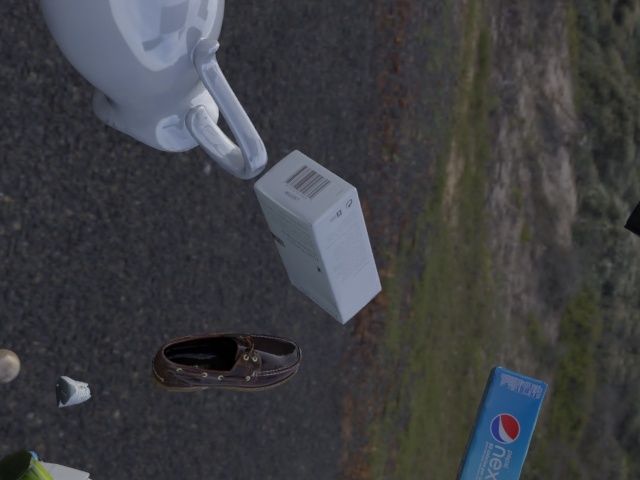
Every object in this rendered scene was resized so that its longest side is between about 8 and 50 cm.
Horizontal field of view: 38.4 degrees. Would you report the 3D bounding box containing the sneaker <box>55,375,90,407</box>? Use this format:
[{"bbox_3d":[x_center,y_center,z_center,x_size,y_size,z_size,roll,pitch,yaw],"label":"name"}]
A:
[{"bbox_3d":[-0.465,0.283,1.735,0.152,0.061,0.054,147,-64,-67],"label":"sneaker"}]

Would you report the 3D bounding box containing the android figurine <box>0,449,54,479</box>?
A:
[{"bbox_3d":[-0.246,0.341,0.987,0.056,0.248,0.273,-42,134,-26],"label":"android figurine"}]

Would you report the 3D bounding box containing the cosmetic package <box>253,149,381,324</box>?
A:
[{"bbox_3d":[0.000,0.000,1.221,0.085,0.117,0.231,-41,144,-19],"label":"cosmetic package"}]

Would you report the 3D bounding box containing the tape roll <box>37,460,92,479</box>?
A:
[{"bbox_3d":[-0.441,0.522,1.390,0.072,0.391,0.392,-72,164,-74],"label":"tape roll"}]

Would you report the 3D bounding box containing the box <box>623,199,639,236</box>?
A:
[{"bbox_3d":[0.425,-0.053,0.941,0.180,0.077,0.147,-59,-157,9],"label":"box"}]

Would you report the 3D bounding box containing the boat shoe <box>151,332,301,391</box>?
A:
[{"bbox_3d":[-0.117,0.157,1.211,0.073,0.206,0.073,115,-37,-49],"label":"boat shoe"}]

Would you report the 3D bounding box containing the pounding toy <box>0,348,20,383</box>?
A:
[{"bbox_3d":[-0.582,0.149,1.444,0.183,0.236,0.110,56,38,-32],"label":"pounding toy"}]

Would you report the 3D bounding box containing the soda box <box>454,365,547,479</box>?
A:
[{"bbox_3d":[0.212,0.264,1.126,0.071,0.067,0.210,60,50,-79],"label":"soda box"}]

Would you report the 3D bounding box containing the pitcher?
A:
[{"bbox_3d":[-0.110,-0.140,0.659,0.125,0.177,0.207,-49,163,-23],"label":"pitcher"}]

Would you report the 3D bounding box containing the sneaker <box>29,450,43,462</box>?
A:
[{"bbox_3d":[-0.505,0.416,1.588,0.067,0.078,0.188,-45,-176,-32],"label":"sneaker"}]
